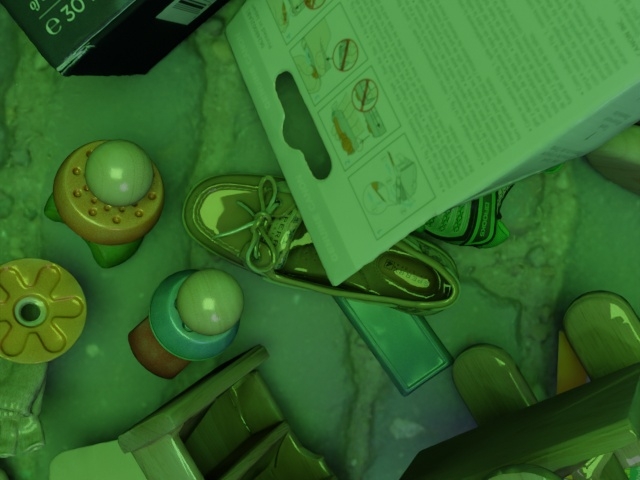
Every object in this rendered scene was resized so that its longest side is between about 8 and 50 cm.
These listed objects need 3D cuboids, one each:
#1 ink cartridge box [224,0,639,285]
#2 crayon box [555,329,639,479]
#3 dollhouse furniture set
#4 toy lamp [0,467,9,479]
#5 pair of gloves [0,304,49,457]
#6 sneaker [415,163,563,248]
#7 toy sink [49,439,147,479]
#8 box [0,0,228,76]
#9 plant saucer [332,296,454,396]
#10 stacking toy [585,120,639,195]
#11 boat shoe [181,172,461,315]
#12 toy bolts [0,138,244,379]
[{"bbox_3d":[0.106,-0.180,0.741,0.385,0.091,0.308,-37,67,35],"label":"ink cartridge box"},{"bbox_3d":[0.396,0.193,0.826,0.323,0.083,0.203,4,96,25],"label":"crayon box"},{"bbox_3d":[0.069,0.173,0.720,0.394,0.362,0.256,-31,90,29],"label":"dollhouse furniture set"},{"bbox_3d":[-0.318,0.276,0.866,0.080,0.080,0.274,-24,93,1],"label":"toy lamp"},{"bbox_3d":[-0.380,0.124,0.827,0.240,0.042,0.204,-7,55,-5],"label":"pair of gloves"},{"bbox_3d":[0.189,-0.152,0.832,0.146,0.134,0.343,26,102,-10],"label":"sneaker"},{"bbox_3d":[-0.167,0.323,0.829,0.153,0.131,0.234,-12,61,-1],"label":"toy sink"},{"bbox_3d":[-0.201,-0.386,0.731,0.294,0.212,0.395,-38,93,13],"label":"box"},{"bbox_3d":[0.060,0.070,0.888,0.067,0.018,0.192,-35,93,1],"label":"plant saucer"},{"bbox_3d":[0.387,-0.200,0.821,0.141,0.141,0.330,28,90,-3],"label":"stacking toy"},{"bbox_3d":[0.000,0.000,0.829,0.285,0.089,0.104,15,91,3],"label":"boat shoe"},{"bbox_3d":[-0.181,0.038,0.780,0.228,0.158,0.218,41,61,-7],"label":"toy bolts"}]
